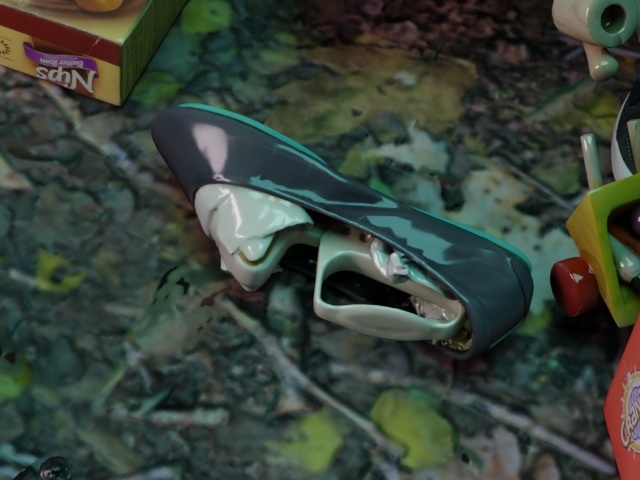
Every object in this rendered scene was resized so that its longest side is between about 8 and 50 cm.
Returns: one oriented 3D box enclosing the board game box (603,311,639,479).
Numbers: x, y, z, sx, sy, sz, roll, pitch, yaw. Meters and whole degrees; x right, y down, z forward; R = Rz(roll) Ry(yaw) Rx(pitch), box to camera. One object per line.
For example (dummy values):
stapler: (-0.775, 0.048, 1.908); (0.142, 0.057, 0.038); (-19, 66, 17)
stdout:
board game box: (0.300, 0.020, 0.758); (0.317, 0.242, 0.064); (-3, 53, -10)

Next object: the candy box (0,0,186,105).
candy box: (-0.116, -0.167, 0.967); (0.109, 0.053, 0.186); (19, 52, 9)

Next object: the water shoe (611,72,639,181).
water shoe: (0.204, -0.096, 0.933); (0.073, 0.080, 0.203); (20, 54, 9)

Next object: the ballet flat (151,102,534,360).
ballet flat: (0.000, 0.000, 0.846); (0.203, 0.074, 0.074); (25, 54, 9)

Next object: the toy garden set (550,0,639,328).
toy garden set: (0.195, -0.083, 0.831); (0.204, 0.244, 0.049); (-17, 21, -19)

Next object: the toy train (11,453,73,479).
toy train: (-0.082, 0.154, 0.745); (0.036, 0.027, 0.158); (-30, 62, -23)
